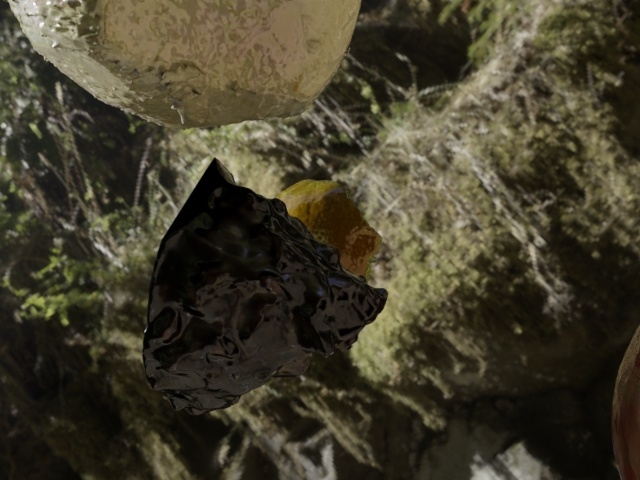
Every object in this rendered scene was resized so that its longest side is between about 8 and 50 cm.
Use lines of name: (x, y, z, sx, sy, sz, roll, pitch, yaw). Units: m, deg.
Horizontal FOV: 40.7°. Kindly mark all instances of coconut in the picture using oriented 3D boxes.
coconut: (-0.123, -0.242, 0.750, 0.297, 0.254, 0.297, -15, -66, -36)

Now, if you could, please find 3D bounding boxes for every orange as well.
orange: (-0.005, 0.001, 1.241, 0.158, 0.179, 0.237, -7, 12, -4)

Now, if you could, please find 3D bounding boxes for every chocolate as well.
chocolate: (-0.033, 0.063, 0.764, 0.224, 0.177, 0.206, -66, -17, -49)

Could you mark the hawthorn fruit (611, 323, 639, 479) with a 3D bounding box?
hawthorn fruit: (0.333, 0.131, 0.572, 0.284, 0.284, 0.284, -33, -27, -19)
